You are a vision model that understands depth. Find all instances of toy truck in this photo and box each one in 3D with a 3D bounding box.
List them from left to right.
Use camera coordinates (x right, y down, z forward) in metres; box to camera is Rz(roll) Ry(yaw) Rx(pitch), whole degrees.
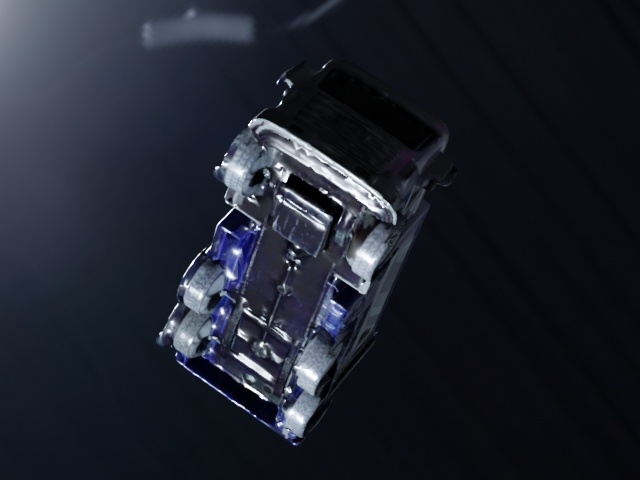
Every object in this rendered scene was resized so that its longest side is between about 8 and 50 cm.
[{"bbox_3d":[0.000,0.000,1.164,0.155,0.124,0.268,-47,-13,-39],"label":"toy truck"}]
